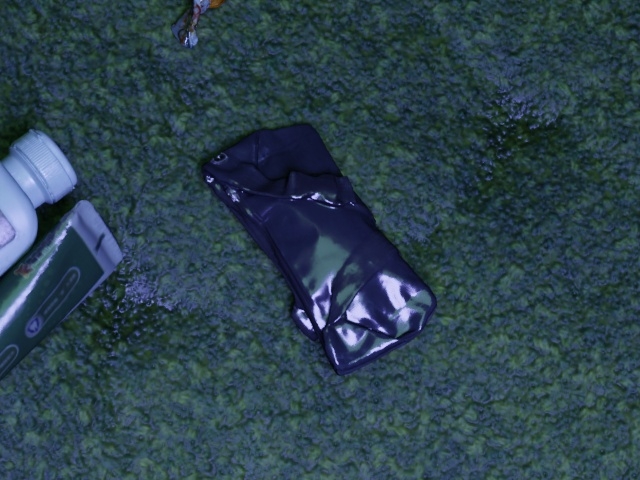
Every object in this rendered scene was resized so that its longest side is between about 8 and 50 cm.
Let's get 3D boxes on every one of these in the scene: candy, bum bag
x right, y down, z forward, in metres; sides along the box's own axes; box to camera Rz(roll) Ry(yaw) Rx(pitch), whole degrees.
[{"bbox_3d":[-0.098,-0.263,1.841,0.046,0.053,0.182,25,76,0],"label":"candy"},{"bbox_3d":[0.000,0.000,1.782,0.123,0.060,0.248,-33,81,-13],"label":"bum bag"}]

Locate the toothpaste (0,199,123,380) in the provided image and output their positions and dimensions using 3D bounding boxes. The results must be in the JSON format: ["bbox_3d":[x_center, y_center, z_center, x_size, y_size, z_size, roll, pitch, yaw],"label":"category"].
[{"bbox_3d":[-0.325,0.123,1.700,0.061,0.099,0.392,34,73,33],"label":"toothpaste"}]

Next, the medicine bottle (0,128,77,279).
[{"bbox_3d":[-0.325,-0.010,1.729,0.229,0.083,0.121,-38,86,-16],"label":"medicine bottle"}]
